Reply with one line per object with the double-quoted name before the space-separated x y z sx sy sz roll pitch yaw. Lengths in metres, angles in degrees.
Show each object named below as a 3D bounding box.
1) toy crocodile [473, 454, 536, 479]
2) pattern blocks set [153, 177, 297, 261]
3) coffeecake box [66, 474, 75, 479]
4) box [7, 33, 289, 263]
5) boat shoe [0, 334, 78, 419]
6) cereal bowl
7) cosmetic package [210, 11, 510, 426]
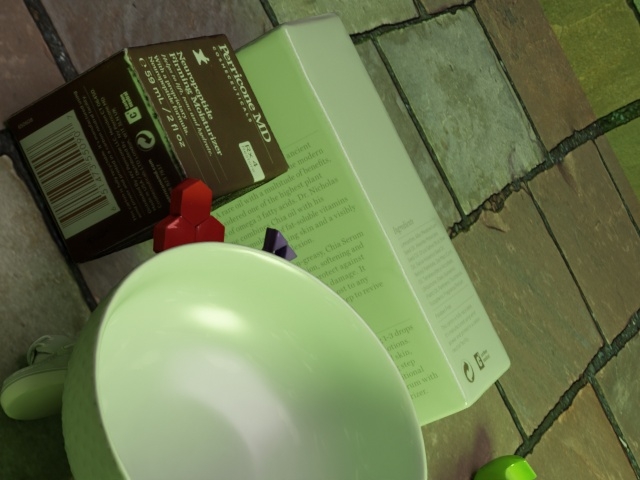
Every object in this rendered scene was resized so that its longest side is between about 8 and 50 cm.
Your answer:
"toy crocodile" 0.248 0.378 1.874 0.115 0.105 0.340 55 7 -15
"pattern blocks set" -0.112 0.132 1.449 0.285 0.026 0.324 34 72 -46
"coffeecake box" -0.182 0.299 1.275 0.142 0.068 0.185 37 35 -13
"box" -0.173 -0.097 1.545 0.168 0.167 0.203 64 28 0
"boat shoe" -0.236 0.115 1.381 0.063 0.066 0.184 55 29 13
"cereal bowl" -0.079 0.177 1.308 0.339 0.141 0.339 23 46 -27
"cosmetic package" 0.000 0.000 1.694 0.453 0.230 0.161 64 28 -1
